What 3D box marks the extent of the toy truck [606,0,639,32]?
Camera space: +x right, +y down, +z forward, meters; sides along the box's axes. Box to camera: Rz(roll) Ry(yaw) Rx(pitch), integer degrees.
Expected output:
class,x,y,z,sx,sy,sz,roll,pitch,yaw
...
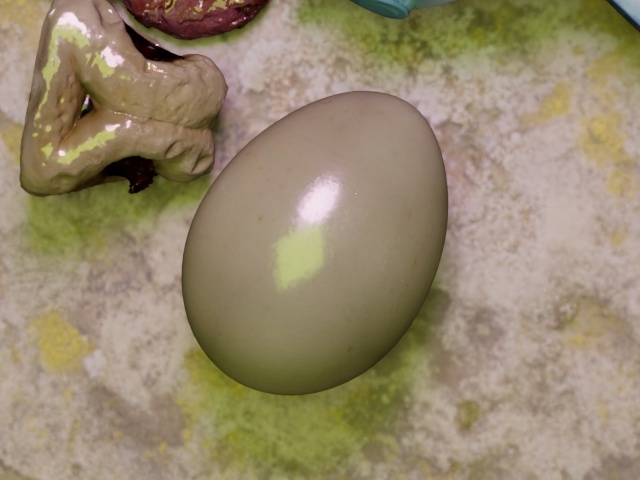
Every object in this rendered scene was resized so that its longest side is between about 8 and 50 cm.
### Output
class,x,y,z,sx,sy,sz,roll,pitch,yaw
toy truck,0.312,-0.322,1.450,0.175,0.146,0.367,18,92,13

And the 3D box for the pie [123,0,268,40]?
class,x,y,z,sx,sy,sz,roll,pitch,yaw
pie,-0.104,-0.237,1.565,0.153,0.038,0.154,0,89,11

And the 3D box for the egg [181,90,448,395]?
class,x,y,z,sx,sy,sz,roll,pitch,yaw
egg,0.000,0.000,1.470,0.188,0.188,0.254,33,90,8

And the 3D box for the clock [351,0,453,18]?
class,x,y,z,sx,sy,sz,roll,pitch,yaw
clock,0.070,-0.287,1.467,0.274,0.094,0.224,-22,62,30

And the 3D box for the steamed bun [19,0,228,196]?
class,x,y,z,sx,sy,sz,roll,pitch,yaw
steamed bun,-0.155,-0.107,1.533,0.155,0.141,0.172,11,94,-5
